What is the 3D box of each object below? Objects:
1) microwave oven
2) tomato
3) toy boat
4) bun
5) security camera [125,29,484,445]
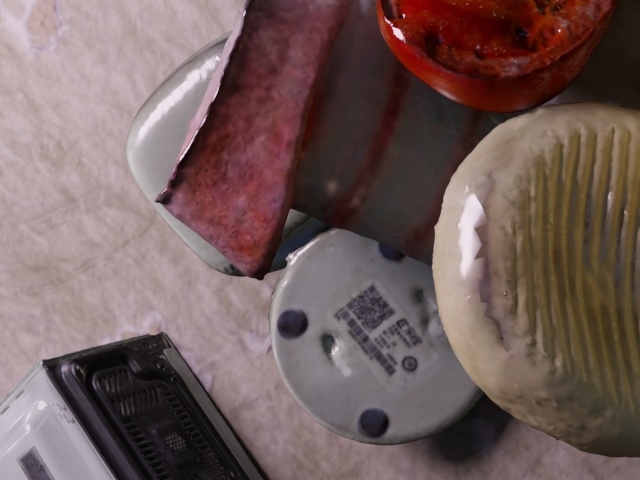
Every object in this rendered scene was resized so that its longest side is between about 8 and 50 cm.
[{"bbox_3d":[-0.130,0.186,1.311,0.122,0.162,0.208,-44,73,28],"label":"microwave oven"},{"bbox_3d":[0.107,-0.138,1.135,0.139,0.159,0.091,29,153,17],"label":"tomato"},{"bbox_3d":[0.056,-0.042,1.167,0.282,0.096,0.206,25,78,-9],"label":"toy boat"},{"bbox_3d":[0.166,0.025,1.116,0.222,0.127,0.222,2,81,-11],"label":"bun"},{"bbox_3d":[0.000,0.000,1.249,0.157,0.080,0.301,-39,91,14],"label":"security camera"}]
